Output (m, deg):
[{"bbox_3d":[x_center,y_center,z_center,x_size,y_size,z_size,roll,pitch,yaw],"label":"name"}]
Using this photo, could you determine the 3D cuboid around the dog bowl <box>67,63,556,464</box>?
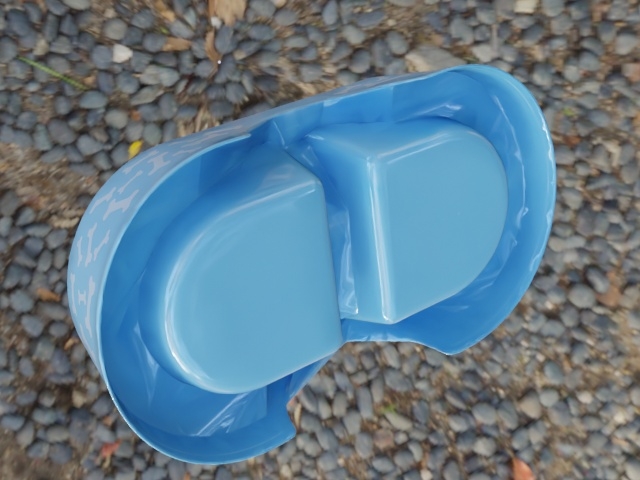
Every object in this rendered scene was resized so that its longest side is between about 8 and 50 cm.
[{"bbox_3d":[0.000,0.000,0.576,0.297,0.074,0.166,-23,117,-32],"label":"dog bowl"}]
